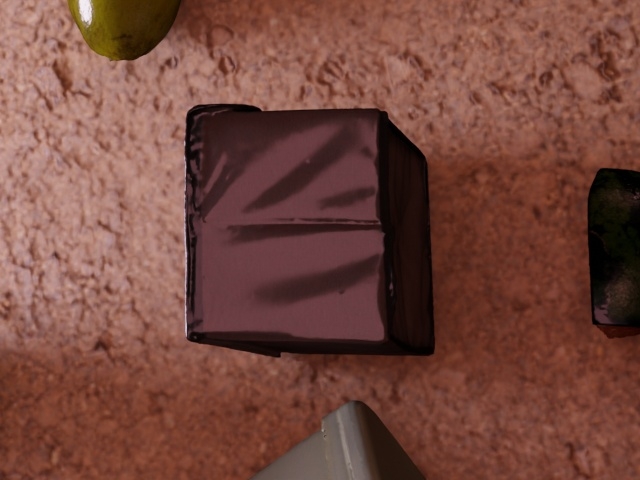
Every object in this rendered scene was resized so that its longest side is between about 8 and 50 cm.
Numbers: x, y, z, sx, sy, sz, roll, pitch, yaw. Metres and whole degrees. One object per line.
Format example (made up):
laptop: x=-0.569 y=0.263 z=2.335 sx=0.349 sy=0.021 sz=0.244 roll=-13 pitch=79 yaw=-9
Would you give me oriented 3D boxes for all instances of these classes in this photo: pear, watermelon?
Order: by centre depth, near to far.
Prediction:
watermelon: x=0.287 y=0.024 z=1.439 sx=0.145 sy=0.137 sz=0.193 roll=0 pitch=40 yaw=14
pear: x=-0.170 y=-0.219 z=1.573 sx=0.107 sy=0.107 sz=0.131 roll=19 pitch=98 yaw=14

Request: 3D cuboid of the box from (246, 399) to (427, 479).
box: x=-0.048 y=0.337 z=1.344 sx=0.344 sy=0.352 sz=0.177 roll=-35 pitch=112 yaw=9

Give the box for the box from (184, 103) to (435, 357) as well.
box: x=0.000 y=0.000 z=1.428 sx=0.153 sy=0.252 sz=0.188 roll=-2 pitch=81 yaw=11
